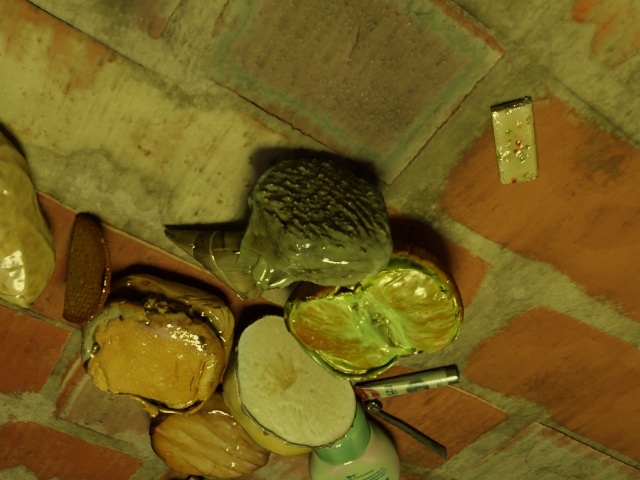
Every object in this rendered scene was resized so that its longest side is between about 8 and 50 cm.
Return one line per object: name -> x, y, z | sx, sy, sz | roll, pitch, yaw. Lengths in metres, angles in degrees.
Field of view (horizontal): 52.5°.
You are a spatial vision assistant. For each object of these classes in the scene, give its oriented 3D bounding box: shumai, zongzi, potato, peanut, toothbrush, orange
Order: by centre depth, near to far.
peanut -> -0.554, -0.044, 1.116 | 0.174, 0.158, 0.340 | 24, 140, 31
shumai -> 0.000, 0.000, 1.118 | 0.260, 0.225, 0.222 | 21, 138, 13
orange -> 0.099, 0.128, 1.232 | 0.334, 0.196, 0.262 | -31, 109, 17
zongzi -> -0.198, 0.046, 1.244 | 0.176, 0.078, 0.160 | 1, 129, 11
potato -> -0.094, 0.314, 1.359 | 0.300, 0.246, 0.196 | 50, 141, -4
toothbrush -> 0.217, 0.467, 1.602 | 0.297, 0.030, 0.030 | 39, 109, -26

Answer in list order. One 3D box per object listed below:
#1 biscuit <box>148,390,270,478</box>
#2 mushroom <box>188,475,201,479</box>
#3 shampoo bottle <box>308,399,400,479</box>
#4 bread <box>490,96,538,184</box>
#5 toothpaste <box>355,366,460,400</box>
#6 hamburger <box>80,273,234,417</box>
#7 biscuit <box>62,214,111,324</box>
biscuit -> -0.259, 0.461, 1.551 | 0.296, 0.102, 0.296 | 2, 129, 3
mushroom -> -0.344, 0.691, 1.726 | 0.154, 0.122, 0.154 | 14, 168, 3
shampoo bottle -> 0.063, 0.500, 1.550 | 0.222, 0.151, 0.349 | -16, 127, 6
bread -> 0.331, -0.166, 1.106 | 0.068, 0.028, 0.154 | -11, 126, 11
toothpaste -> 0.199, 0.330, 1.490 | 0.239, 0.039, 0.062 | -14, 134, 13
hamburger -> -0.329, 0.210, 1.306 | 0.318, 0.158, 0.319 | 3, 121, 5
biscuit -> -0.425, 0.064, 1.198 | 0.126, 0.025, 0.206 | 18, 101, 35
